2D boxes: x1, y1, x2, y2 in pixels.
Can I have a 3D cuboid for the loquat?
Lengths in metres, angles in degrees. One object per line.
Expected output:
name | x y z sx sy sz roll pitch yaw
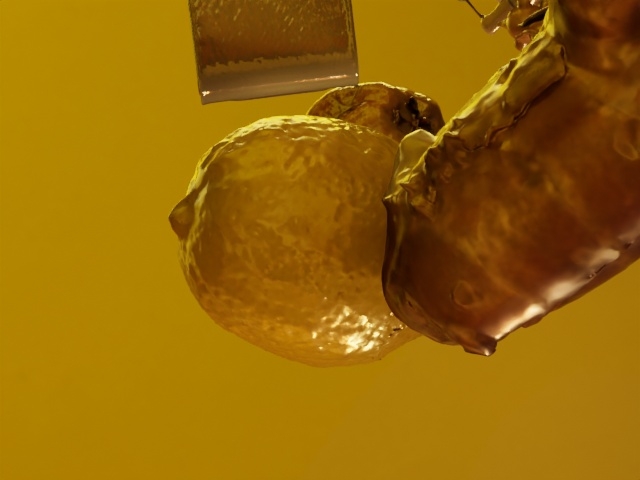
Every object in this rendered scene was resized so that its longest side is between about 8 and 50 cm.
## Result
loquat | 0.042 -0.063 1.521 0.113 0.137 0.137 5 43 -44

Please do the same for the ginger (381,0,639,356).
ginger | 0.174 -0.110 1.156 0.254 0.418 0.176 50 25 2

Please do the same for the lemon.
lemon | -0.003 0.000 1.337 0.180 0.193 0.181 7 90 -80

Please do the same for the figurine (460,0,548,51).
figurine | 0.164 -0.243 1.562 0.275 0.161 0.158 53 -1 17

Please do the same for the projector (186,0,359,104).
projector | -0.026 -0.115 0.990 0.083 0.082 0.083 -127 -151 -84
